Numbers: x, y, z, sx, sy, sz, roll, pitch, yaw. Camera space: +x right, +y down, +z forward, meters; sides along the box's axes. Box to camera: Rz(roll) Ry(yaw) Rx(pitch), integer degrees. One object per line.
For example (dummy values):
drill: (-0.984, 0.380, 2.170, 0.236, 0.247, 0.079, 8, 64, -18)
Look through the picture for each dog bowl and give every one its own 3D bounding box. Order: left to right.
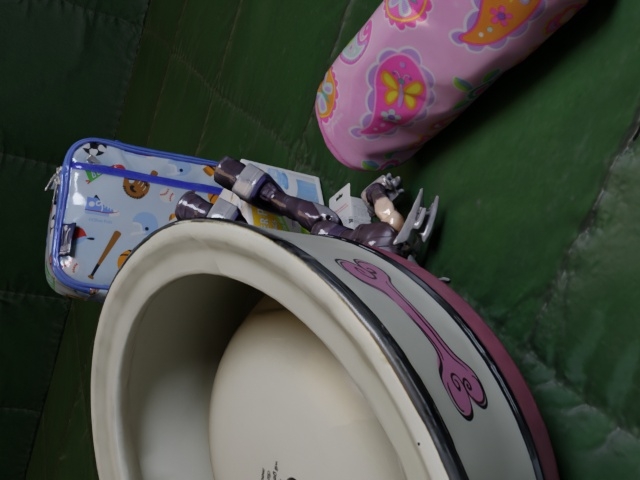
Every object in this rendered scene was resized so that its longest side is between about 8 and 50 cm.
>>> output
dog bowl: (-0.010, 0.177, 0.501, 0.408, 0.150, 0.408, 10, 104, 45)

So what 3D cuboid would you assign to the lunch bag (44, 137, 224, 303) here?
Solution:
lunch bag: (-0.245, -0.024, 0.982, 0.115, 0.303, 0.243, -29, 54, 60)

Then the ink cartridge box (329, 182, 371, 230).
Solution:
ink cartridge box: (0.033, -0.016, 0.748, 0.048, 0.028, 0.083, -36, 49, 52)

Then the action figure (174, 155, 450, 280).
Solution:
action figure: (0.000, 0.000, 0.664, 0.285, 0.099, 0.185, 25, 71, 28)

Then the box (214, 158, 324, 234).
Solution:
box: (-0.058, 0.018, 0.816, 0.103, 0.114, 0.203, -51, 39, 42)

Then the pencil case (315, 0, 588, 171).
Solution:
pencil case: (0.106, -0.171, 0.582, 0.284, 0.124, 0.124, -42, 45, 50)
